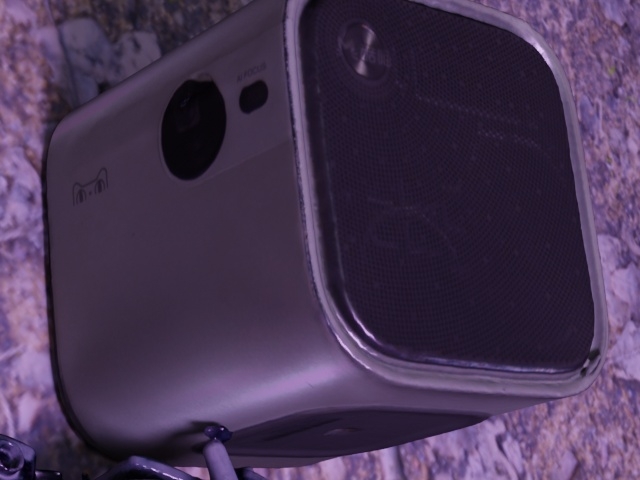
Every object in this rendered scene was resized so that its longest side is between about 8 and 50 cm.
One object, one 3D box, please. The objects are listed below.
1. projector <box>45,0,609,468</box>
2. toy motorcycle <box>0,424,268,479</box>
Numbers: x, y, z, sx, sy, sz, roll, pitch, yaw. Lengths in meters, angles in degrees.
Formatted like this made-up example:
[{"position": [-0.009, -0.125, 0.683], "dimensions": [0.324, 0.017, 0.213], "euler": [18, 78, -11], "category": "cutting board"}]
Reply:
[{"position": [0.000, 0.000, 0.996], "dimensions": [0.248, 0.249, 0.248], "euler": [9, 68, -41], "category": "projector"}, {"position": [-0.122, 0.161, 0.888], "dimensions": [0.270, 0.159, 0.106], "euler": [32, 38, -34], "category": "toy motorcycle"}]
